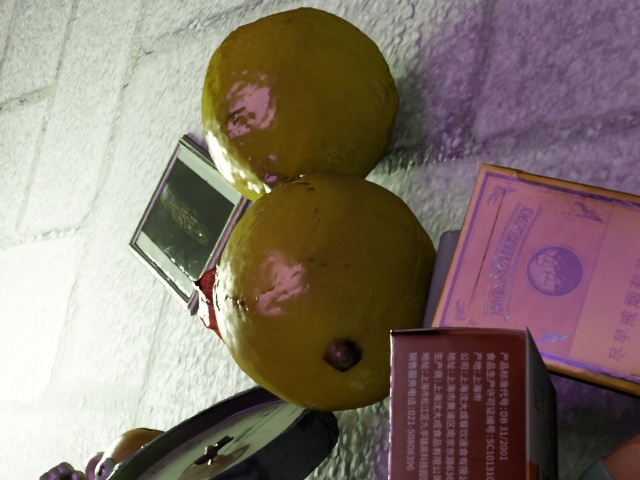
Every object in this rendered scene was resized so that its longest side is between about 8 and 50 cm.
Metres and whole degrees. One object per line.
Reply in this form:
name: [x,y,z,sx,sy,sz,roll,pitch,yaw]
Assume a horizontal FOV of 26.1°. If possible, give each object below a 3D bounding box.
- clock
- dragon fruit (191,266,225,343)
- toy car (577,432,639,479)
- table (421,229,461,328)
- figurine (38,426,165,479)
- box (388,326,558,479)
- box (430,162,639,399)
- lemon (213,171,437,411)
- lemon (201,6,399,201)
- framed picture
clock: [-0.131,0.282,1.748,0.325,0.067,0.325,-26,11,5]
dragon fruit: [-0.116,0.113,1.951,0.153,0.153,0.111,50,132,52]
toy car: [0.351,0.270,1.186,0.212,0.180,0.270,-44,40,18]
table: [0.174,0.109,1.546,0.126,0.126,0.220,-3,70,54]
figurine: [-0.263,0.407,1.952,0.167,0.342,0.285,54,-132,-78]
box: [0.147,0.299,1.254,0.122,0.344,0.385,-1,75,13]
box: [0.278,0.047,1.380,0.301,0.084,0.193,14,83,33]
lemon: [0.010,0.059,1.663,0.297,0.297,0.297,-30,50,43]
lemon: [-0.028,-0.172,1.851,0.268,0.268,0.322,-46,33,30]
framed picture: [-0.222,-0.033,2.267,0.293,0.018,0.231,37,103,55]
